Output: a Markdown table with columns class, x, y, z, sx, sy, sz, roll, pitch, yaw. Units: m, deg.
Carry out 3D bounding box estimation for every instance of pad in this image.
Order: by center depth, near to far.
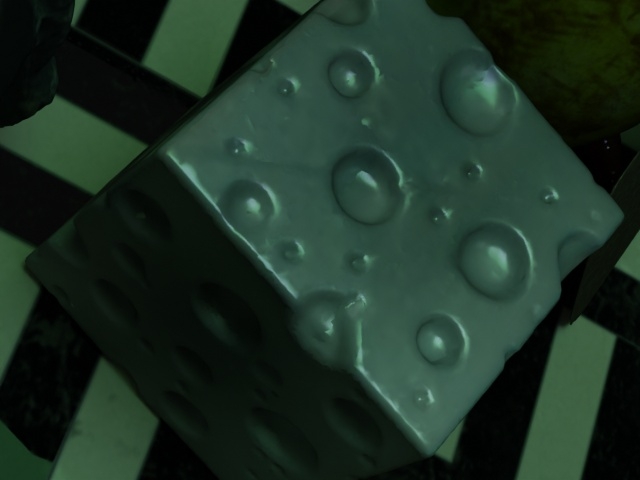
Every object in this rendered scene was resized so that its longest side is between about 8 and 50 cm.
| class | x | y | z | sx | sy | sz | roll | pitch | yaw |
| --- | --- | --- | --- | --- | --- | --- | --- | --- | --- |
| pad | 0.270 | -0.062 | 1.281 | 0.002 | 0.176 | 0.266 | 29 | 56 | 18 |

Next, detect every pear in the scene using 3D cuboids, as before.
| class | x | y | z | sx | sy | sz | roll | pitch | yaw |
| --- | --- | --- | --- | --- | --- | --- | --- | --- | --- |
| pear | 0.182 | -0.205 | 1.220 | 0.284 | 0.283 | 0.283 | 10 | 69 | -26 |

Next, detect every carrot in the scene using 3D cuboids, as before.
| class | x | y | z | sx | sy | sz | roll | pitch | yaw |
| --- | --- | --- | --- | --- | --- | --- | --- | --- | --- |
| carrot | 0.236 | -0.068 | 1.336 | 0.035 | 0.035 | 0.142 | -4 | 80 | -30 |

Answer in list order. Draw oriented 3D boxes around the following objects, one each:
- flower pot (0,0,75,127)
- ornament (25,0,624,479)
| class | x | y | z | sx | sy | sz | roll | pitch | yaw |
| --- | --- | --- | --- | --- | --- | --- | --- | --- | --- |
| flower pot | -0.265 | -0.195 | 0.968 | 0.299 | 0.299 | 0.282 | 21 | 56 | -21 |
| ornament | 0.000 | 0.000 | 1.061 | 0.239 | 0.240 | 0.240 | 49 | 57 | -8 |
